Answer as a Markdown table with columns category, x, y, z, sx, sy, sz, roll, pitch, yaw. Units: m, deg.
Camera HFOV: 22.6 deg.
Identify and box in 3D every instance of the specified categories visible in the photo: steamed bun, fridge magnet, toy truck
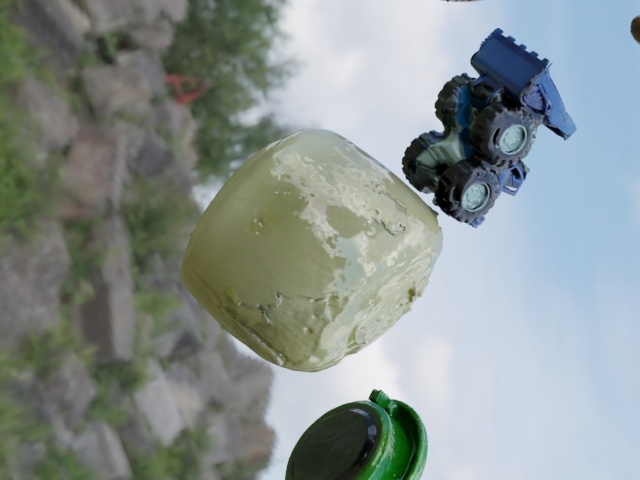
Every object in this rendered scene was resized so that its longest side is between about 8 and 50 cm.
| category | x | y | z | sx | sy | sz | roll | pitch | yaw |
| --- | --- | --- | --- | --- | --- | --- | --- | --- | --- |
| steamed bun | 0.000 | 0.000 | 1.743 | 0.232 | 0.273 | 0.166 | 41 | -24 | 23 |
| fridge magnet | 0.037 | 0.274 | 1.924 | 0.088 | 0.208 | 0.208 | 47 | 2 | -31 |
| toy truck | 0.198 | -0.120 | 1.803 | 0.208 | 0.126 | 0.113 | -60 | -142 | 13 |

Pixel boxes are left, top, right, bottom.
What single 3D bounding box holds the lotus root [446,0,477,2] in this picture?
| category | x | y | z | sx | sy | sz | roll | pitch | yaw |
| --- | --- | --- | --- | --- | --- | --- | --- | --- | --- |
| lotus root | 0.245 | -0.459 | 2.518 | 0.180 | 0.199 | 0.188 | 25 | -34 | 8 |

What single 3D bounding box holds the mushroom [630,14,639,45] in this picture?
| category | x | y | z | sx | sy | sz | roll | pitch | yaw |
| --- | --- | --- | --- | --- | --- | --- | --- | --- | --- |
| mushroom | 0.502 | -0.304 | 2.319 | 0.088 | 0.129 | 0.073 | 2 | -70 | 32 |
